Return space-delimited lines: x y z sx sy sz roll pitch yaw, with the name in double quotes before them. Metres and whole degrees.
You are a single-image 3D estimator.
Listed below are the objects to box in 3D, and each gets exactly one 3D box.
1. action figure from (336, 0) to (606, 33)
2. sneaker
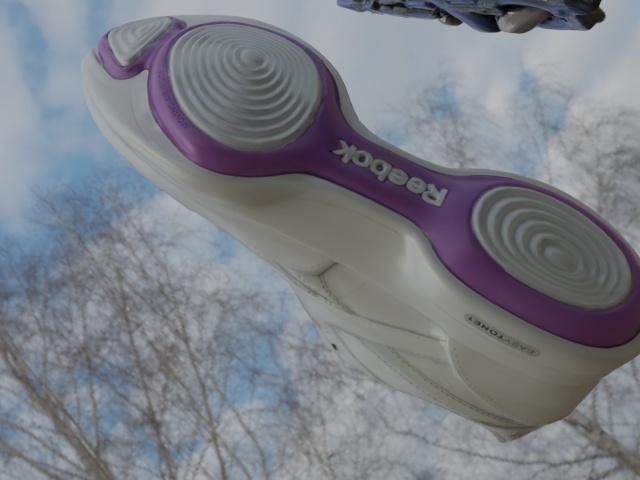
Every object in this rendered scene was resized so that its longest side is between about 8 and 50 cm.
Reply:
"action figure" 0.159 -0.270 0.800 0.330 0.341 0.179 -3 -75 -36
"sneaker" 0.000 0.000 0.459 0.114 0.305 0.152 -46 -17 -36
